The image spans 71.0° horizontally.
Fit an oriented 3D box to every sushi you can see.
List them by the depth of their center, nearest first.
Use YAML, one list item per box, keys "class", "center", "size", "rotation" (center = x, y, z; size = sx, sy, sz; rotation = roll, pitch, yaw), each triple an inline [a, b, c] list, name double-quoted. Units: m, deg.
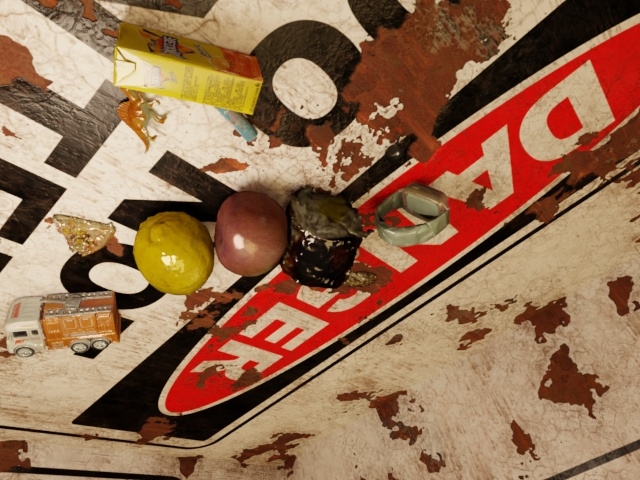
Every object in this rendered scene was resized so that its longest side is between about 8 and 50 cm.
- class: "sushi"
  center: [-0.001, -0.001, 1.634]
  size: [0.281, 0.300, 0.294]
  rotation: [-9, 138, -33]

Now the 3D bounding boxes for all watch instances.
- class: "watch"
  center: [0.334, -0.085, 1.690]
  size: [0.241, 0.253, 0.162]
  rotation: [-48, 143, -24]

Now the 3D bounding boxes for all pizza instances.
- class: "pizza"
  center: [-0.815, -0.026, 1.517]
  size: [0.185, 0.052, 0.195]
  rotation: [-36, 135, 15]

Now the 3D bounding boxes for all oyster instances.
- class: "oyster"
  center: [0.179, 0.188, 2.079]
  size: [0.177, 0.056, 0.105]
  rotation: [19, 135, -39]

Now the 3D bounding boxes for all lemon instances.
- class: "lemon"
  center: [-0.493, 0.054, 1.546]
  size: [0.285, 0.285, 0.317]
  rotation: [-17, 114, 0]

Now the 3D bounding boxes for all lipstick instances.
- class: "lipstick"
  center: [-0.253, -0.364, 1.346]
  size: [0.048, 0.048, 0.158]
  rotation: [-31, 136, 15]

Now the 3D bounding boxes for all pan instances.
- class: "pan"
  center: [0.260, -0.328, 1.574]
  size: [0.068, 0.024, 0.115]
  rotation: [-3, 139, -15]

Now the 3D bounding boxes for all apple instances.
- class: "apple"
  center: [-0.235, -0.019, 1.543]
  size: [0.234, 0.306, 0.306]
  rotation: [5, 134, -22]

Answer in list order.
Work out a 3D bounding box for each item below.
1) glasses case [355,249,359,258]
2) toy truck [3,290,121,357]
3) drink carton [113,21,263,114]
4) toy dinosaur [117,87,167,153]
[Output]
- class: "glasses case"
  center: [0.116, 0.012, 1.867]
  size: [0.080, 0.051, 0.204]
  rotation: [-18, 138, -2]
- class: "toy truck"
  center: [-0.986, 0.307, 1.728]
  size: [0.386, 0.173, 0.207]
  rotation: [-3, 130, -20]
- class: "drink carton"
  center: [-0.338, -0.439, 1.157]
  size: [0.350, 0.155, 0.111]
  rotation: [6, 133, -24]
- class: "toy dinosaur"
  center: [-0.523, -0.344, 1.274]
  size: [0.142, 0.057, 0.212]
  rotation: [27, 122, -24]
